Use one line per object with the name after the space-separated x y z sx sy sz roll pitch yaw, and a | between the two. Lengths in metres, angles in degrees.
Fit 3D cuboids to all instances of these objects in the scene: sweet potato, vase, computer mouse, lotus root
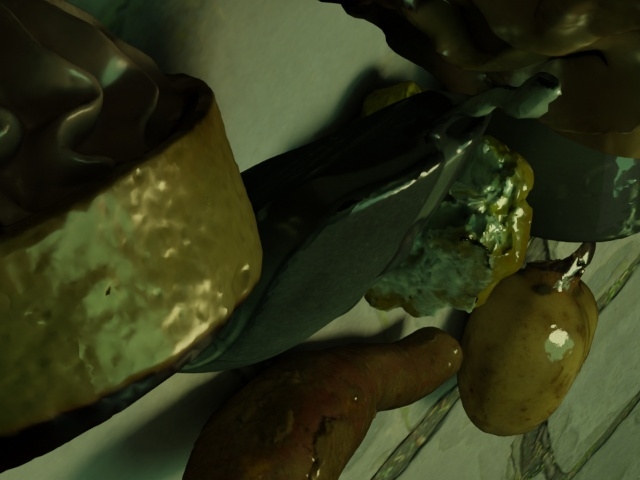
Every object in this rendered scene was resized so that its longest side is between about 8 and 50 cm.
-0.003 0.132 1.169 0.385 0.109 0.109 -35 152 -58 | sweet potato
0.188 -0.169 1.046 0.173 0.173 0.321 -32 142 -37 | vase
0.000 0.000 0.805 0.167 0.090 0.379 -41 -170 -38 | computer mouse
0.191 0.086 1.419 0.125 0.118 0.221 -74 179 -55 | lotus root

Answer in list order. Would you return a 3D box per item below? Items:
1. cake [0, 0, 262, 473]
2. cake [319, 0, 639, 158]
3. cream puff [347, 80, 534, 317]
-0.142 -0.021 0.668 0.208 0.185 0.178 -32 111 0 | cake
0.127 -0.182 0.756 0.321 0.332 0.332 -25 158 13 | cake
0.069 -0.029 1.044 0.156 0.156 0.121 -45 163 -17 | cream puff
